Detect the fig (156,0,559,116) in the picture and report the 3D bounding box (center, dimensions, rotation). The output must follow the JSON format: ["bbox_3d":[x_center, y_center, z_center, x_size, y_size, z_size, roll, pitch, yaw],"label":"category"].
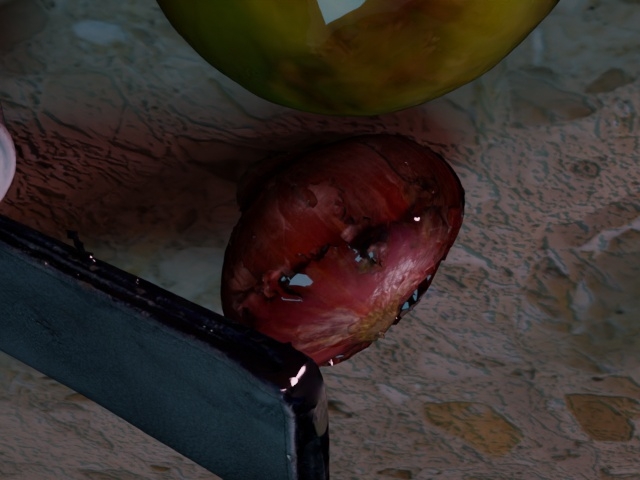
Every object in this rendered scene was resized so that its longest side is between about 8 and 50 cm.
[{"bbox_3d":[0.026,-0.151,0.882,0.207,0.207,0.230,-19,142,32],"label":"fig"}]

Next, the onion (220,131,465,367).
[{"bbox_3d":[0.000,0.000,1.211,0.147,0.184,0.184,40,157,21],"label":"onion"}]

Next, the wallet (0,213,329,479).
[{"bbox_3d":[-0.158,0.052,1.234,0.379,0.046,0.190,27,154,19],"label":"wallet"}]

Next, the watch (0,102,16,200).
[{"bbox_3d":[-0.304,-0.072,1.111,0.231,0.196,0.244,-12,154,-18],"label":"watch"}]
